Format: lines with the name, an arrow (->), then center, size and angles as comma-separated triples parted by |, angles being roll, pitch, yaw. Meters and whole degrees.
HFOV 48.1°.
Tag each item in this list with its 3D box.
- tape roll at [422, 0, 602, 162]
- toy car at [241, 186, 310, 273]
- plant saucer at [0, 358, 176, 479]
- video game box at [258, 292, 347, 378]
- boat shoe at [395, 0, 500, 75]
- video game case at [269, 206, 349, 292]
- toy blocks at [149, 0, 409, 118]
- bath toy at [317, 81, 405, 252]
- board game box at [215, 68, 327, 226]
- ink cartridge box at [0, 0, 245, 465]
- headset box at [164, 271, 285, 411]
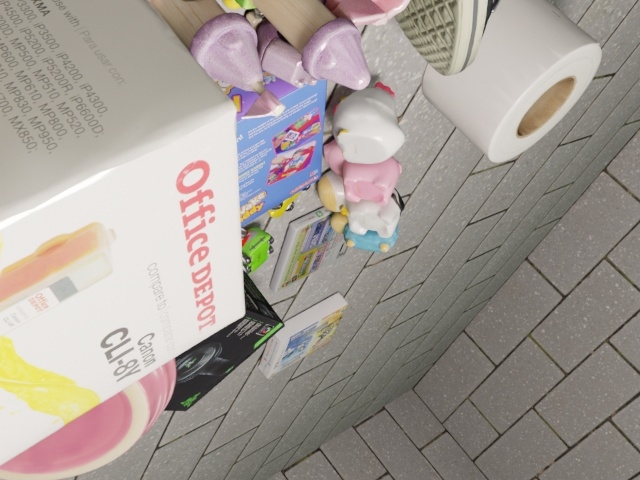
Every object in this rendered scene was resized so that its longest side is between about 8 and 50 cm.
tape roll -> 0.314, -0.273, 1.190 | 0.246, 0.169, 0.246 | -33, 158, -16
toy car -> -0.111, -0.012, 1.126 | 0.239, 0.053, 0.225 | -43, 167, -21
plant saucer -> -0.352, 0.205, 0.929 | 0.332, 0.084, 0.332 | -10, 132, -12
video game box -> -0.044, 0.230, 1.728 | 0.205, 0.048, 0.187 | -26, 157, -31
boat shoe -> 0.157, -0.367, 0.741 | 0.156, 0.187, 0.500 | -29, 151, -12
video game case -> 0.000, 0.000, 1.391 | 0.193, 0.023, 0.212 | -27, 155, -31
toy blocks -> -0.031, -0.206, 0.629 | 0.288, 0.260, 0.309 | -24, 153, -37
bath toy -> 0.068, -0.118, 1.145 | 0.348, 0.151, 0.129 | 86, 19, -60
board game box -> -0.153, -0.083, 0.906 | 0.347, 0.078, 0.233 | -33, 157, -19
ink cartridge box -> -0.245, 0.032, 0.459 | 0.384, 0.160, 0.279 | -32, 156, -22
headset box -> -0.223, 0.155, 1.175 | 0.246, 0.131, 0.283 | -41, 159, 4
